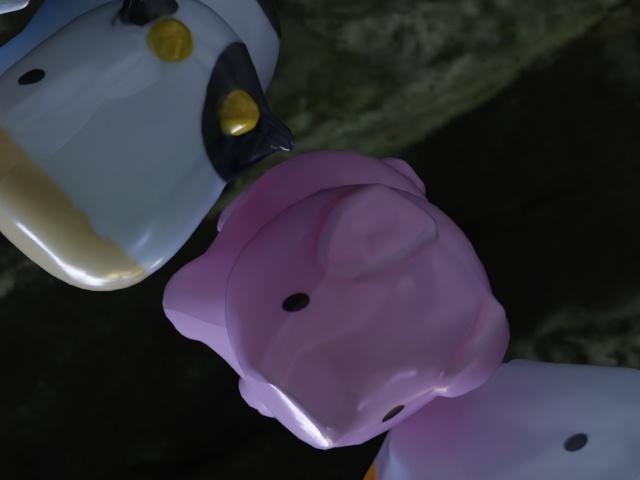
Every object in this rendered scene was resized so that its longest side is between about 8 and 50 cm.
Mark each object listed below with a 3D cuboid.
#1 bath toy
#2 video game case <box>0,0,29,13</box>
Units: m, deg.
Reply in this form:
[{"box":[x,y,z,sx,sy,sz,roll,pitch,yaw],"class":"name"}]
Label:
[{"box":[0.000,0.000,0.573,0.348,0.129,0.151,46,-139,-21],"class":"bath toy"},{"box":[-0.244,-0.341,1.060,0.036,0.300,0.329,-14,-54,-21],"class":"video game case"}]
